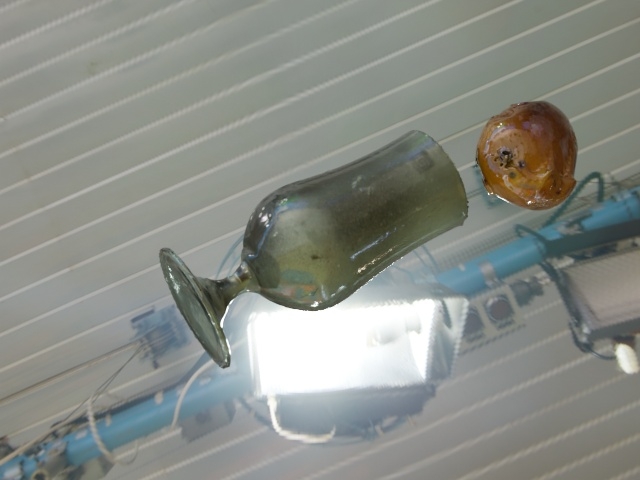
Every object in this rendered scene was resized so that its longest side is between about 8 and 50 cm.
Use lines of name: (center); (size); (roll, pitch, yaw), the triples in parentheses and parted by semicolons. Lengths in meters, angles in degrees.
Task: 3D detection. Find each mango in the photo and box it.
mango: (0.152, -0.063, 0.724); (0.063, 0.127, 0.077); (-33, -85, 33)

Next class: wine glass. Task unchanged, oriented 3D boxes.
wine glass: (0.000, 0.000, 0.772); (0.231, 0.103, 0.103); (-27, -87, -18)
